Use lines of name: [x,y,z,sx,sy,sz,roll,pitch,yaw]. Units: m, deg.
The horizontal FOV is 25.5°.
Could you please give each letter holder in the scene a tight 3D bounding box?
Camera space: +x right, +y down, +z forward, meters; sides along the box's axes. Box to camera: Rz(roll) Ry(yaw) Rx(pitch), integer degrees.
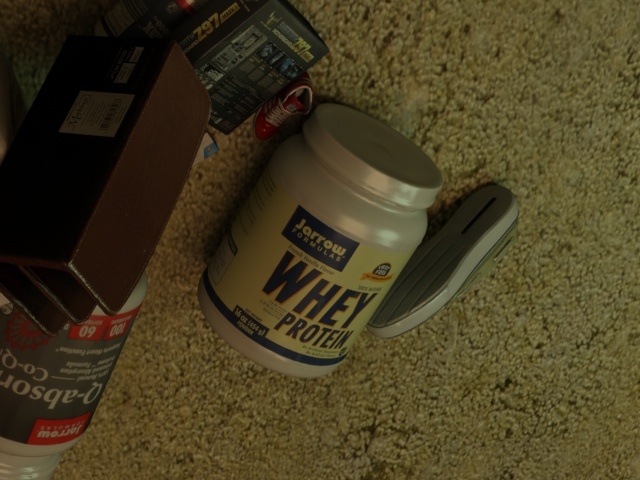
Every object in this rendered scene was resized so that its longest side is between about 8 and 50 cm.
letter holder: [-0.239,-0.050,1.611,0.152,0.301,0.214,6,149,28]

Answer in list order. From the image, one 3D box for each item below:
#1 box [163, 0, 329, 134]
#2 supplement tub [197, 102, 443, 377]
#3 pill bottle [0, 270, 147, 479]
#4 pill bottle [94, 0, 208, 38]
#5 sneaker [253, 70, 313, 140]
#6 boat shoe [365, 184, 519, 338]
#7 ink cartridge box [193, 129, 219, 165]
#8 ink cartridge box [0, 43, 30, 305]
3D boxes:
box: [-0.104,-0.233,1.783,0.183,0.059,0.233,-38,163,9]
supplement tub: [0.000,0.000,1.934,0.235,0.235,0.325,20,115,-27]
pill bottle: [-0.392,0.164,1.943,0.210,0.210,0.363,14,117,-24]
pill bottle: [-0.220,-0.258,1.780,0.180,0.108,0.108,-40,124,12]
sneaker: [-0.050,-0.174,1.908,0.042,0.067,0.118,25,112,-24]
boat shoe: [0.188,0.047,2.057,0.302,0.109,0.094,-41,134,-15]
ink cartridge box: [-0.180,-0.146,1.913,0.048,0.028,0.083,-30,126,4]
ink cartridge box: [-0.446,-0.146,1.676,0.166,0.285,0.395,-20,125,-1]
